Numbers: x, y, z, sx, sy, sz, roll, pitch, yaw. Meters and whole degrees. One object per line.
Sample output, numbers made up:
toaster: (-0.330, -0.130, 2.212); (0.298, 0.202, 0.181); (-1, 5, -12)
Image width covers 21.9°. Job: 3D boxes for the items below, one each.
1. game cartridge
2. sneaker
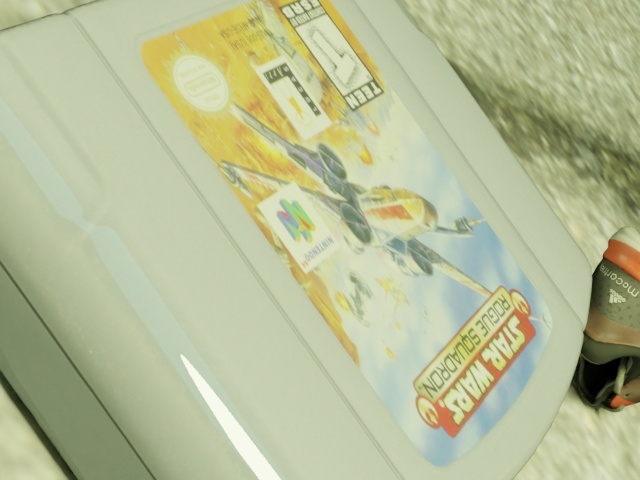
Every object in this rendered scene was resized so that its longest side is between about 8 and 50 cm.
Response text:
game cartridge: (0.000, 0.000, 0.554); (0.198, 0.062, 0.297); (51, 28, 1)
sneaker: (0.133, 0.043, 0.716); (0.061, 0.065, 0.158); (41, -1, 27)
